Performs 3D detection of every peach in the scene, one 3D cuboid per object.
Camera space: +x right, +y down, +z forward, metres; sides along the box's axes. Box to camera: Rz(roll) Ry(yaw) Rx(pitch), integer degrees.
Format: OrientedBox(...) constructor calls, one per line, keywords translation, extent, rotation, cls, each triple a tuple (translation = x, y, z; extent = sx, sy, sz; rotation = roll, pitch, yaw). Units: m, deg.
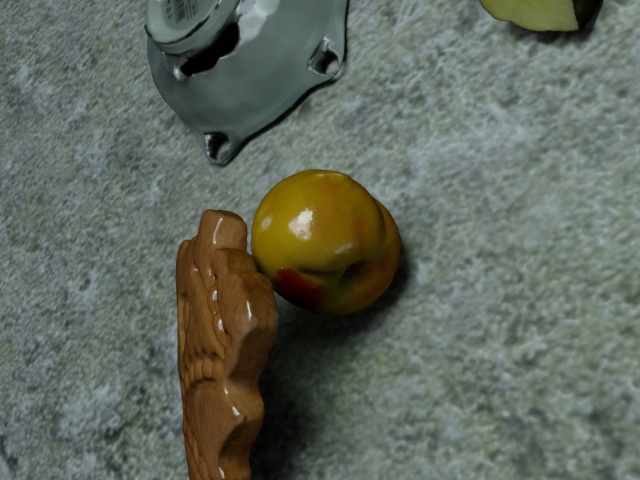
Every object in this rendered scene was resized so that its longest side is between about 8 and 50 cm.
OrientedBox(translation=(0.000, 0.000, 0.982), extent=(0.138, 0.138, 0.138), rotation=(-20, 58, 35), cls="peach")

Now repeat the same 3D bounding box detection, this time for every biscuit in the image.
OrientedBox(translation=(-0.100, 0.125, 1.002), extent=(0.284, 0.043, 0.306), rotation=(-163, 75, -69), cls="biscuit")

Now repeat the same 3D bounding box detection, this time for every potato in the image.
OrientedBox(translation=(0.196, -0.240, 0.960), extent=(0.103, 0.066, 0.096), rotation=(12, 123, 40), cls="potato")

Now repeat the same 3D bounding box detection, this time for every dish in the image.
OrientedBox(translation=(-0.107, -0.255, 1.216), extent=(0.303, 0.120, 0.303), rotation=(-21, 56, 35), cls="dish")
